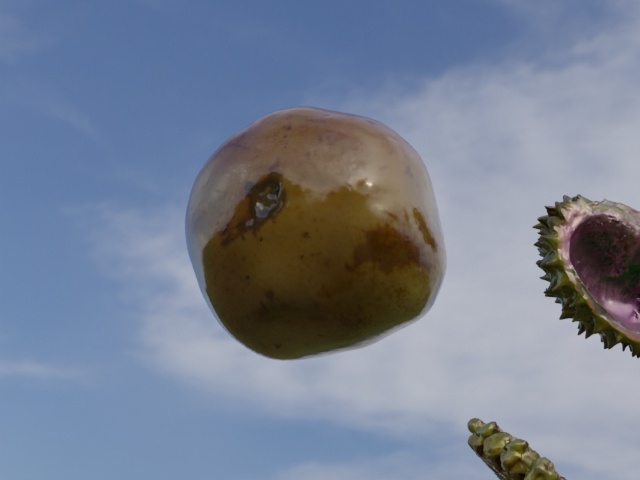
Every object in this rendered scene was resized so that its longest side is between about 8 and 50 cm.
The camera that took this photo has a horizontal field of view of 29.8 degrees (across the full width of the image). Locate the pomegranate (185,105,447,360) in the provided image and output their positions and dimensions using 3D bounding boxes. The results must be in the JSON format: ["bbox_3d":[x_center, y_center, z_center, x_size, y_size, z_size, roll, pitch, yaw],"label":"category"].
[{"bbox_3d":[0.000,0.000,1.864,0.417,0.416,0.416,7,-31,4],"label":"pomegranate"}]

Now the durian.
[{"bbox_3d":[0.346,0.055,1.330,0.260,0.186,0.154,25,-45,-3],"label":"durian"}]

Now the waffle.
[{"bbox_3d":[0.210,0.234,1.102,0.191,0.038,0.191,41,-7,6],"label":"waffle"}]
